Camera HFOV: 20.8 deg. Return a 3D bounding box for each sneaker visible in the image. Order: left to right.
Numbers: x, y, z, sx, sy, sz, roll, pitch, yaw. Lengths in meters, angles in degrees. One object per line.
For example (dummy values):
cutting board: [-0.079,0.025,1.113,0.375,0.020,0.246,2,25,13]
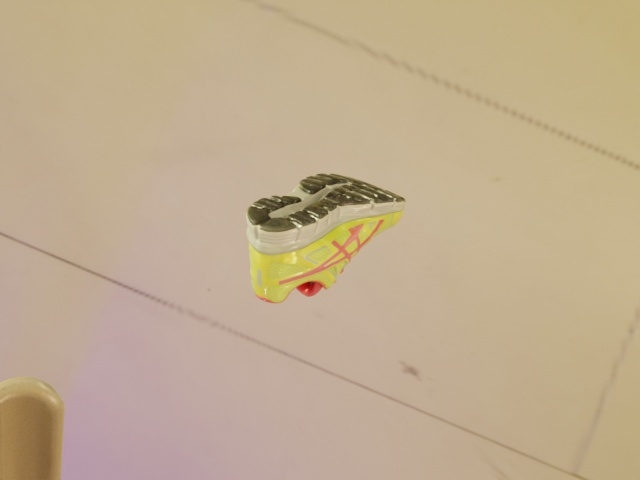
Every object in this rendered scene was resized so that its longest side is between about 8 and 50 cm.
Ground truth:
sneaker: [0.000,0.000,1.561,0.081,0.208,0.094,21,114,34]

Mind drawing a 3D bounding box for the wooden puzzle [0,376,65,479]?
wooden puzzle: [-0.379,0.236,1.415,0.348,0.322,0.080,-28,70,-21]
